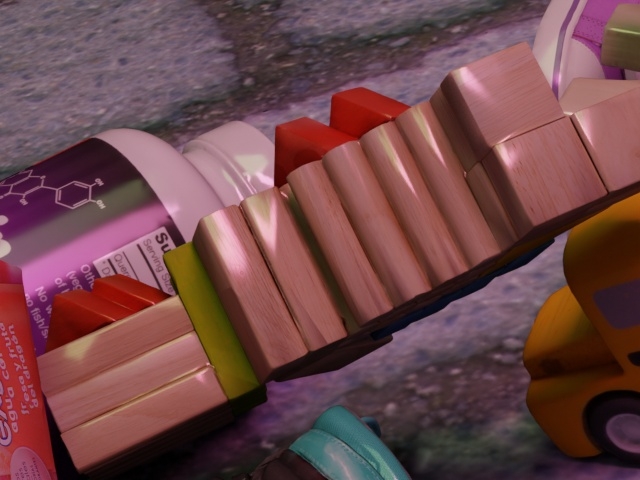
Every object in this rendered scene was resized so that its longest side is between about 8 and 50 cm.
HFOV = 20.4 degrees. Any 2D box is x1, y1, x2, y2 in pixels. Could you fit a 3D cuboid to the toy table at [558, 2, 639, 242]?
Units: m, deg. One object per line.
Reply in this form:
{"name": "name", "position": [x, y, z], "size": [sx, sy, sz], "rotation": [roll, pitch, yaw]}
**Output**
{"name": "toy table", "position": [0.238, -0.091, 1.062], "size": [0.161, 0.252, 0.274], "rotation": [10, 11, 15]}

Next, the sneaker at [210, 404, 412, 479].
{"name": "sneaker", "position": [-0.043, 0.152, 0.869], "size": [0.178, 0.124, 0.295], "rotation": [-29, 23, -35]}

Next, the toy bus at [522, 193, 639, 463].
{"name": "toy bus", "position": [0.241, 0.006, 0.878], "size": [0.333, 0.130, 0.108], "rotation": [-21, 25, 39]}

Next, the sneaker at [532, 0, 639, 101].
{"name": "sneaker", "position": [0.265, -0.151, 1.275], "size": [0.161, 0.102, 0.282], "rotation": [9, 37, 34]}

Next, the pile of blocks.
{"name": "pile of blocks", "position": [0.000, 0.000, 0.906], "size": [0.362, 0.112, 0.149], "rotation": [-29, -10, 17]}

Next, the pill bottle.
{"name": "pill bottle", "position": [-0.160, 0.051, 1.046], "size": [0.323, 0.181, 0.181], "rotation": [-28, 30, -22]}

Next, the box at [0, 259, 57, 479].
{"name": "box", "position": [-0.292, 0.105, 0.830], "size": [0.300, 0.154, 0.142], "rotation": [-22, 66, 18]}
